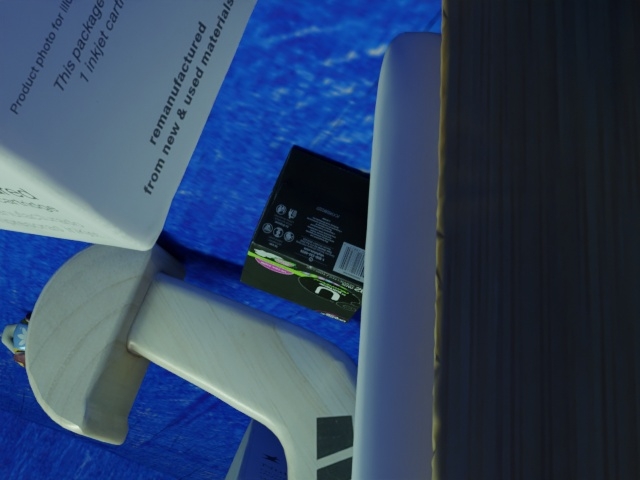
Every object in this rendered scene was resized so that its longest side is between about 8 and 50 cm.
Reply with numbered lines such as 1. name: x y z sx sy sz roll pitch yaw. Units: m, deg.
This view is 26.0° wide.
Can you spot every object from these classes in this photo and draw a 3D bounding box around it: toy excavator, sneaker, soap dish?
1. toy excavator: 0.043 0.206 0.834 0.433 0.445 0.222 -6 164 10
2. sneaker: -0.244 0.104 1.300 0.084 0.069 0.185 22 164 -25
3. soap dish: 0.106 0.083 0.428 0.118 0.290 0.229 -11 150 26

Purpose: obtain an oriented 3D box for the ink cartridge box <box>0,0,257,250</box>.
1. ink cartridge box: -0.181 -0.111 0.413 0.198 0.114 0.273 8 160 39

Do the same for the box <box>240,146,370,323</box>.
1. box: 0.000 0.000 0.670 0.062 0.052 0.083 23 165 -2

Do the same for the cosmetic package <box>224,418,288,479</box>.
1. cosmetic package: 0.009 0.268 1.181 0.217 0.156 0.385 22 -176 -3
